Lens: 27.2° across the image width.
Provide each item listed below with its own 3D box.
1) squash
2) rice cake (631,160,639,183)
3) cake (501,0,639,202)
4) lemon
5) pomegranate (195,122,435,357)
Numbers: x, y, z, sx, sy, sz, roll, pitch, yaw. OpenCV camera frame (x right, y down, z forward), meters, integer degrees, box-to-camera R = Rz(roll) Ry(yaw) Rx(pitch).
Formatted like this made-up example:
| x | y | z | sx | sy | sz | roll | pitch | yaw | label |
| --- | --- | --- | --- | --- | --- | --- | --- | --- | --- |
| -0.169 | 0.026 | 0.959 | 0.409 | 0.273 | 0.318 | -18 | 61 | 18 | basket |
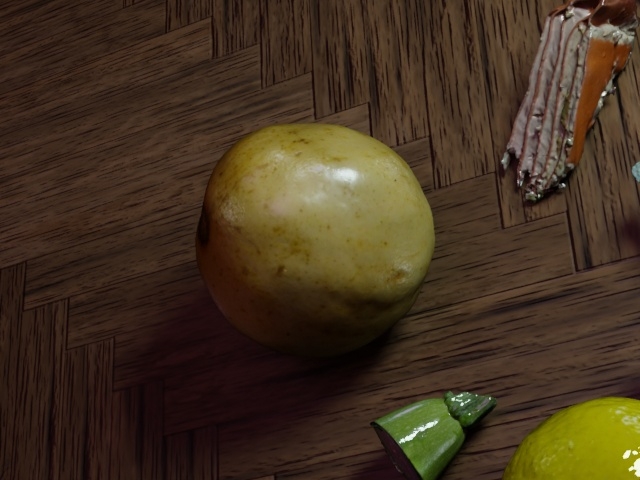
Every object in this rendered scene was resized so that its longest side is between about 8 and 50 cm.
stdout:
| x | y | z | sx | sy | sz | roll | pitch | yaw | label |
| --- | --- | --- | --- | --- | --- | --- | --- | --- | --- |
| 0.138 | 0.212 | 1.531 | 0.132 | 0.105 | 0.105 | -37 | 52 | -11 | squash |
| 0.414 | -0.013 | 1.459 | 0.033 | 0.033 | 0.208 | -48 | 57 | 25 | rice cake |
| 0.311 | -0.183 | 1.635 | 0.098 | 0.135 | 0.287 | 26 | 100 | 32 | cake |
| 0.302 | 0.295 | 1.285 | 0.245 | 0.245 | 0.320 | -38 | 51 | 7 | lemon |
| -0.013 | -0.006 | 1.594 | 0.307 | 0.307 | 0.307 | -13 | 60 | 24 | pomegranate |
